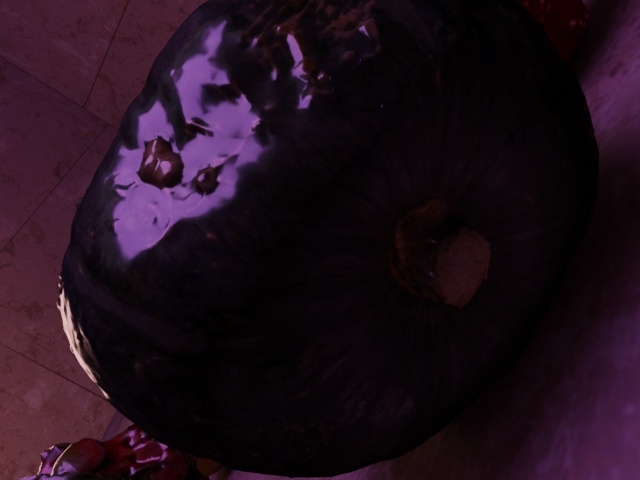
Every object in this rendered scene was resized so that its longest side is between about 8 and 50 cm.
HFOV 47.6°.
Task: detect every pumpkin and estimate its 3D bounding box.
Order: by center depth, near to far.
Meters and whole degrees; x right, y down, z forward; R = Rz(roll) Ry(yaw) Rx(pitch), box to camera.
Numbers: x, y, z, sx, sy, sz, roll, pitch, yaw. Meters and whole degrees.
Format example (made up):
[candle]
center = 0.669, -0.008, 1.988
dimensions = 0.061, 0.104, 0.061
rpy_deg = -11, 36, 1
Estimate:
[pumpkin]
center = 0.005, -0.017, 0.452
dimensions = 0.257, 0.291, 0.328
rpy_deg = 34, 106, 56

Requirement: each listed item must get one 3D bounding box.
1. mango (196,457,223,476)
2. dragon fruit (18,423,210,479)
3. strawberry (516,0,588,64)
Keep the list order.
[mango]
center = -0.134, 0.197, 0.914
dimensions = 0.130, 0.092, 0.195
rpy_deg = -175, 98, -86
[dragon fruit]
center = -0.204, 0.306, 0.643
dimensions = 0.303, 0.231, 0.237
rpy_deg = -47, 0, 1
[strawberry]
center = 0.173, -0.225, 0.617
dimensions = 0.190, 0.111, 0.236
rpy_deg = -40, -47, -56
